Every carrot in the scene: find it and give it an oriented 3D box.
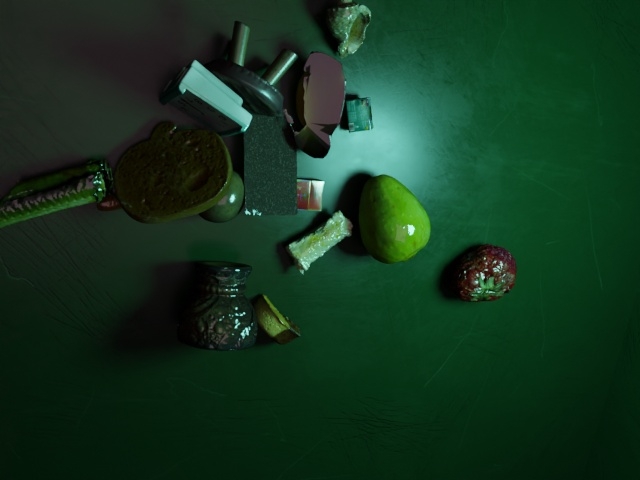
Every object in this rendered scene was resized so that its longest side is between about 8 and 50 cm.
[{"bbox_3d":[-0.612,-0.128,1.755,0.186,0.060,0.060,-15,110,-17],"label":"carrot"}]

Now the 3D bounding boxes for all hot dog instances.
[{"bbox_3d":[-0.021,-0.458,1.870,0.194,0.107,0.326,18,107,-15],"label":"hot dog"}]

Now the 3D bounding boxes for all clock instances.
[{"bbox_3d":[-0.339,-0.417,1.669,0.231,0.262,0.116,31,82,-26],"label":"clock"}]

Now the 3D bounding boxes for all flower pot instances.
[{"bbox_3d":[-0.335,0.209,1.862,0.267,0.266,0.267,6,92,-23],"label":"flower pot"}]

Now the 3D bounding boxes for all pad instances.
[{"bbox_3d":[-0.163,-0.247,1.844,0.220,0.004,0.330,-2,92,-42],"label":"pad"}]

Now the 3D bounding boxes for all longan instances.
[{"bbox_3d":[-0.320,-0.144,1.803,0.167,0.167,0.187,31,84,-26],"label":"longan"}]

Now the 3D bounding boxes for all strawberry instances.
[{"bbox_3d":[0.661,0.126,2.252,0.274,0.220,0.274,-7,143,-5],"label":"strawberry"}]

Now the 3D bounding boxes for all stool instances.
[{"bbox_3d":[-0.212,-0.513,1.695,0.272,0.272,0.178,27,85,-26],"label":"stool"}]

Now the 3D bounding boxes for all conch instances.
[{"bbox_3d":[0.094,-0.704,1.827,0.155,0.130,0.207,-9,123,-5],"label":"conch"}]

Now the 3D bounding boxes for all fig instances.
[{"bbox_3d":[0.250,-0.078,2.006,0.258,0.258,0.326,-25,96,-13],"label":"fig"}]

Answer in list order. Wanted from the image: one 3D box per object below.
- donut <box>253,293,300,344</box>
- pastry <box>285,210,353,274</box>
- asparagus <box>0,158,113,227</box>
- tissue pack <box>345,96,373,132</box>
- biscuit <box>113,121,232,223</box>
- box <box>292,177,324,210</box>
[{"bbox_3d":[-0.162,0.304,2.022,0.085,0.141,0.217,-41,111,2],"label":"donut"},{"bbox_3d":[-0.005,-0.004,2.011,0.258,0.089,0.121,-39,112,-8],"label":"pastry"},{"bbox_3d":[-0.807,-0.137,1.649,0.382,0.108,0.128,-19,111,-14],"label":"asparagus"},{"bbox_3d":[0.139,-0.442,1.952,0.085,0.079,0.111,-3,108,16],"label":"tissue pack"},{"bbox_3d":[-0.457,-0.216,1.719,0.367,0.063,0.314,-16,74,1],"label":"biscuit"},{"bbox_3d":[-0.079,-0.163,1.958,0.175,0.048,0.112,0,104,-22],"label":"box"}]
